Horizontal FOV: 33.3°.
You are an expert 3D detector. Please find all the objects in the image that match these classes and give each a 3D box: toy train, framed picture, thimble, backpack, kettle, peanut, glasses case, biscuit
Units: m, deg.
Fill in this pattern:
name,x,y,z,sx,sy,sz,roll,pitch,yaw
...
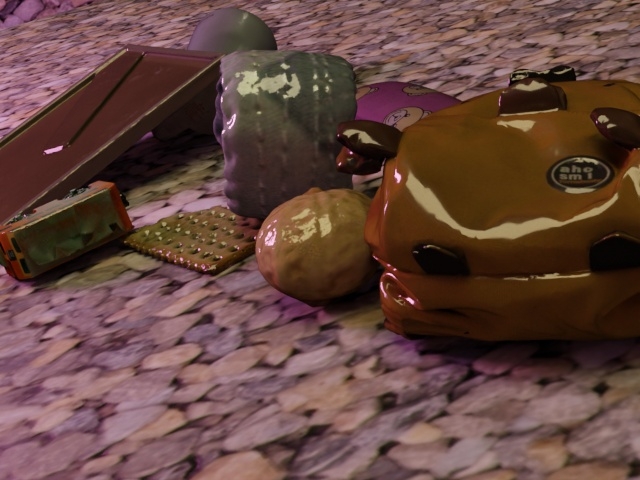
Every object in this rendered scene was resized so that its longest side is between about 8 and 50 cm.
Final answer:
name,x,y,z,sx,sy,sz,roll,pitch,yaw
toy train,-0.328,-0.018,1.375,0.188,0.072,0.099,-28,15,-24
framed picture,-0.385,-0.169,1.676,0.446,0.028,0.326,-42,33,-22
thimble,-0.047,-0.127,1.315,0.172,0.204,0.250,-1,-9,-4
backpack,0.204,-0.049,1.032,0.354,0.201,0.378,-3,28,12
kettle,-0.194,-0.270,1.836,0.211,0.160,0.243,-24,25,22
peanut,0.000,0.000,1.135,0.141,0.109,0.159,-1,26,-8
glasses case,0.123,-0.168,1.499,0.123,0.075,0.316,-20,24,-18
biscuit,-0.145,-0.007,1.347,0.144,0.016,0.203,-29,29,-32
